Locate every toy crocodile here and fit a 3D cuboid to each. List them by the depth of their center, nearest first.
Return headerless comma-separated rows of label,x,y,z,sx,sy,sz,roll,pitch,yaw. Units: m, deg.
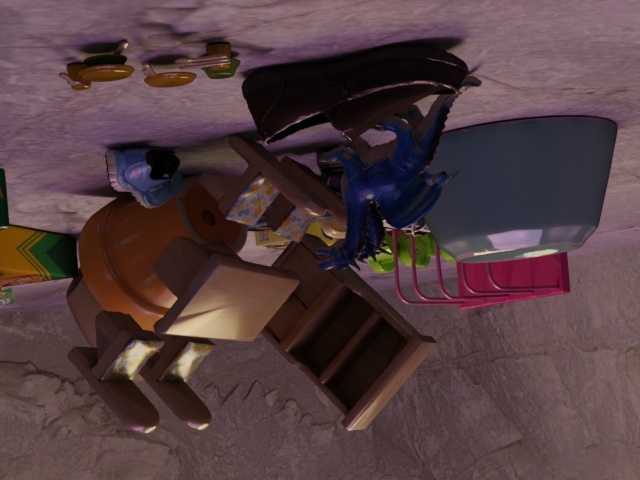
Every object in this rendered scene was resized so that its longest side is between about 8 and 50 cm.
toy crocodile,0.207,0.007,2.368,0.115,0.105,0.341,-13,175,42

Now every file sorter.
file sorter,0.280,0.011,1.999,0.182,0.202,0.291,2,170,-31

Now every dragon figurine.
dragon figurine,0.097,-0.071,1.232,0.289,0.144,0.085,-31,-174,28

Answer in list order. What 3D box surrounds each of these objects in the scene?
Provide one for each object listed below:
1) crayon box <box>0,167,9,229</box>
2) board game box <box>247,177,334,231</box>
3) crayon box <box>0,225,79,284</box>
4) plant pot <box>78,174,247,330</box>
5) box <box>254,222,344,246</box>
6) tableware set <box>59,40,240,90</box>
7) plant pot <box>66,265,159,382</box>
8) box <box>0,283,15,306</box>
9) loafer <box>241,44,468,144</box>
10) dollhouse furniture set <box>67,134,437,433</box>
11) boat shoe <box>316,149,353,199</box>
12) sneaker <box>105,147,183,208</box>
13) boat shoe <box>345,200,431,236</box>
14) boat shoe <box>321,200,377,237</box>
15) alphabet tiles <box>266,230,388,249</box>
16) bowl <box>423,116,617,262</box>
crayon box,-0.544,-0.035,1.372,0.278,0.081,0.165,-11,172,37
board game box,-0.078,-0.057,1.685,0.194,0.060,0.194,-11,171,37
crayon box,-0.584,0.030,1.892,0.202,0.081,0.318,-7,173,16
plant pot,-0.213,0.002,1.590,0.188,0.205,0.205,-32,158,37
box,-0.036,-0.014,2.084,0.087,0.058,0.232,-10,173,24
tableware set,-0.150,-0.155,0.971,0.154,0.024,0.104,-7,176,1
plant pot,-0.361,0.098,2.056,0.191,0.284,0.284,32,159,-18
box,-0.591,0.079,1.785,0.179,0.043,0.105,2,163,-11
loafer,0.035,-0.133,1.057,0.220,0.078,0.080,-7,173,14
dollhouse furniture set,-0.051,0.110,1.465,0.362,0.256,0.394,-52,156,11
boat shoe,0.035,-0.077,1.541,0.080,0.076,0.228,-6,173,-4
sneaker,-0.204,-0.080,1.373,0.073,0.063,0.162,-11,172,14
boat shoe,0.150,-0.045,1.696,0.233,0.079,0.084,-18,171,-16
boat shoe,0.080,-0.044,1.955,0.170,0.063,0.059,-13,176,-35
alphabet tiles,0.000,0.000,2.452,0.198,0.009,0.237,0,170,-44
bowl,0.270,-0.059,1.543,0.312,0.163,0.311,-7,174,-1
